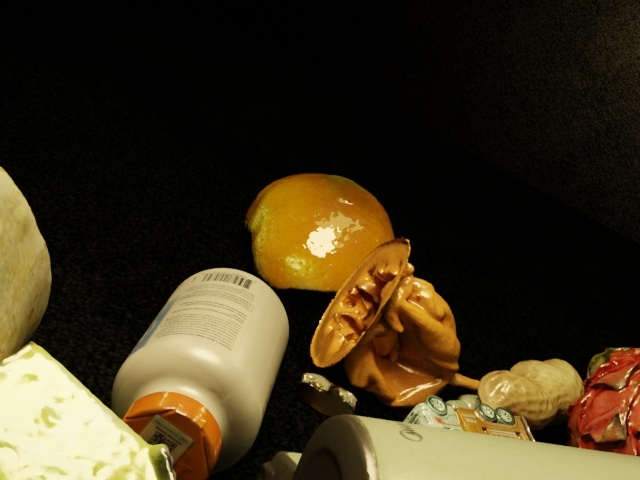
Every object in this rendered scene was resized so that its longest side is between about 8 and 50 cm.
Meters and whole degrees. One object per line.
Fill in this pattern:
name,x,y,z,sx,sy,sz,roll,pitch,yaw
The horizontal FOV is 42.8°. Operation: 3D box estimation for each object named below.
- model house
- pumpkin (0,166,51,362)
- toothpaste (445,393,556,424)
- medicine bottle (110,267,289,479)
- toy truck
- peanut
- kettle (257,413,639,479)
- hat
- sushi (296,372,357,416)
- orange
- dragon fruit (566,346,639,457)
model house,-0.204,0.228,0.586,0.211,0.194,0.170,38,35,5
pumpkin,-0.403,0.061,0.634,0.332,0.332,0.199,19,32,-12
toothpaste,0.278,0.255,1.238,0.255,0.037,0.067,9,30,-41
medicine bottle,-0.130,0.149,0.889,0.157,0.157,0.288,23,20,-1
toy truck,0.193,0.273,1.050,0.178,0.080,0.115,14,32,-28
peanut,0.309,0.227,1.196,0.228,0.085,0.104,-3,52,-47
kettle,0.149,0.290,0.782,0.377,0.250,0.361,14,2,-17
hat,0.143,0.144,1.166,0.233,0.244,0.233,34,26,-11
sushi,0.012,0.199,1.078,0.083,0.044,0.046,28,22,8
orange,0.001,-0.009,1.437,0.263,0.196,0.334,5,31,-10
dragon fruit,0.441,0.275,1.080,0.244,0.244,0.299,19,25,-11
